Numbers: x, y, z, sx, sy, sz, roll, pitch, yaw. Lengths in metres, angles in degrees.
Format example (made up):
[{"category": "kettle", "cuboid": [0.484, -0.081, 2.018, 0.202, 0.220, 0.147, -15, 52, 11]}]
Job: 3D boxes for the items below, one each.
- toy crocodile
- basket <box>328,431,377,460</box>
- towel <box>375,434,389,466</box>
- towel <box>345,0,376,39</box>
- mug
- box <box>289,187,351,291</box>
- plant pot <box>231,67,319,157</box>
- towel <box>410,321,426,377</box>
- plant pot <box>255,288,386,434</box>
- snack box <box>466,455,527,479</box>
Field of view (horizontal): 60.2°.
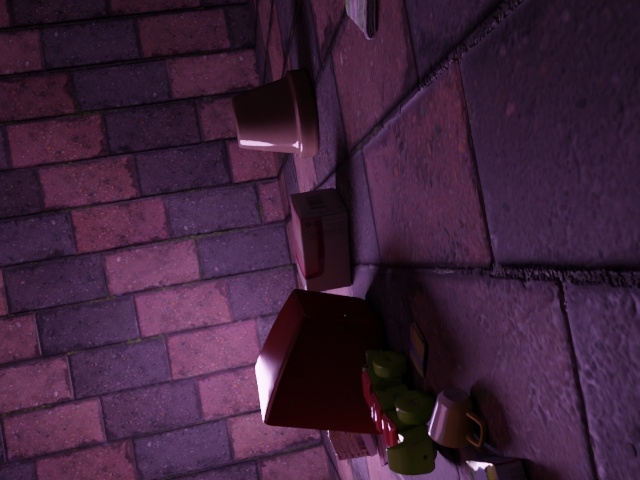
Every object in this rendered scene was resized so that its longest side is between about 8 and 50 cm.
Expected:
[{"category": "toy crocodile", "cuboid": [0.131, 0.299, 1.001, 0.340, 0.105, 0.115, -121, 23, -69]}, {"category": "basket", "cuboid": [0.076, 0.457, 1.404, 0.167, 0.103, 0.113, -95, -13, -62]}, {"category": "towel", "cuboid": [0.153, 0.440, 1.292, 0.197, 0.029, 0.144, 95, 166, -59]}, {"category": "towel", "cuboid": [0.062, -0.412, 0.925, 0.152, 0.023, 0.113, -110, 14, -52]}, {"category": "mug", "cuboid": [0.190, 0.240, 0.757, 0.062, 0.078, 0.064, -37, -48, -63]}, {"category": "box", "cuboid": [0.000, 0.000, 1.456, 0.148, 0.127, 0.232, -114, 17, -57]}, {"category": "plant pot", "cuboid": [-0.142, -0.367, 1.642, 0.263, 0.229, 0.263, 171, 90, -82]}, {"category": "towel", "cuboid": [0.168, 0.188, 0.950, 0.060, 0.009, 0.083, -113, 15, -55]}, {"category": "plant pot", "cuboid": [0.010, 0.257, 1.266, 0.267, 0.267, 0.235, -127, 47, -72]}, {"category": "snack box", "cuboid": [0.223, 0.332, 0.653, 0.100, 0.037, 0.141, 100, 158, -70]}]
